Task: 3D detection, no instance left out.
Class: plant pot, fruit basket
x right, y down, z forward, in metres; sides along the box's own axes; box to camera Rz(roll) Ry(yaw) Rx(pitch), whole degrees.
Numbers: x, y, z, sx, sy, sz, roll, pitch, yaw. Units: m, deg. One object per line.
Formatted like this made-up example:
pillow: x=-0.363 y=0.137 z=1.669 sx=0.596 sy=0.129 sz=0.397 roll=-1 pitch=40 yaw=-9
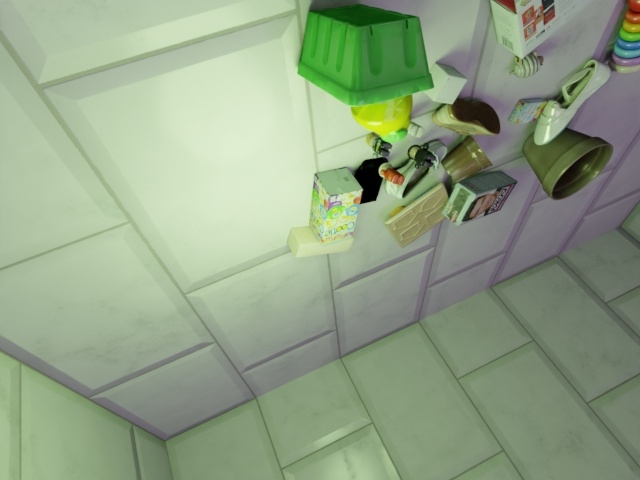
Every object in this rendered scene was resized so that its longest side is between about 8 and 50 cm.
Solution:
plant pot: x=0.620 y=-0.342 z=1.798 sx=0.165 sy=0.166 sz=0.167 roll=-36 pitch=146 yaw=23
plant pot: x=1.128 y=-0.398 z=1.971 sx=0.324 sy=0.280 sz=0.323 roll=-19 pitch=143 yaw=-15
fruit basket: x=0.126 y=-0.425 z=1.147 sx=0.283 sy=0.392 sz=0.391 roll=-18 pitch=143 yaw=-17

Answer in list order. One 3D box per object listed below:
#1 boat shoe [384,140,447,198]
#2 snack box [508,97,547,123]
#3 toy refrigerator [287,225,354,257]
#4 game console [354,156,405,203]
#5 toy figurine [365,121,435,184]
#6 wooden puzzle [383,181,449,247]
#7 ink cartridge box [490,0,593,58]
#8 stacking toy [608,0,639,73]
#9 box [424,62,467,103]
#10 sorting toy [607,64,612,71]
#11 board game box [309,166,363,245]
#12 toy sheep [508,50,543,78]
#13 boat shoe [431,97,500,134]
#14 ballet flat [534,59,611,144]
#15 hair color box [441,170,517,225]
boat shoe: x=0.405 y=-0.284 z=1.699 sx=0.320 sy=0.103 sz=0.118 roll=-37 pitch=136 yaw=-13
snack box: x=0.901 y=-0.562 z=1.815 sx=0.141 sy=0.037 sz=0.100 roll=-11 pitch=140 yaw=-24
toy refrigerator: x=0.000 y=0.000 z=1.818 sx=0.270 sy=0.102 sz=0.094 roll=-8 pitch=139 yaw=-29
game console: x=0.293 y=-0.264 z=1.749 sx=0.362 sy=0.043 sz=0.213 roll=-15 pitch=143 yaw=-21
toy figurine: x=0.295 y=-0.335 z=1.553 sx=0.213 sy=0.148 sz=0.209 roll=-33 pitch=122 yaw=2
wooden puzzle: x=0.475 y=-0.127 z=2.028 sx=0.322 sy=0.080 sz=0.348 roll=-35 pitch=150 yaw=8
ink cartridge box: x=0.708 y=-0.792 z=1.305 sx=0.310 sy=0.130 sz=0.272 roll=-38 pitch=147 yaw=11
stacking toy: x=1.254 y=-0.841 z=1.654 sx=0.141 sy=0.141 sz=0.330 roll=-30 pitch=140 yaw=1
box: x=0.430 y=-0.546 z=1.456 sx=0.101 sy=0.087 sz=0.101 roll=-4 pitch=137 yaw=-32
sorting toy: x=1.282 y=-0.761 z=1.861 sx=0.083 sy=0.012 sz=0.062 roll=-17 pitch=144 yaw=-18
board game box: x=0.053 y=-0.130 z=1.656 sx=0.142 sy=0.144 sz=0.275 roll=-15 pitch=142 yaw=-19
toy sheep: x=0.773 y=-0.657 z=1.570 sx=0.132 sy=0.091 sz=0.091 roll=-20 pitch=146 yaw=10
boat shoe: x=0.581 y=-0.478 z=1.647 sx=0.342 sy=0.121 sz=0.110 roll=4 pitch=170 yaw=-35
ballet flat: x=1.066 y=-0.608 z=1.822 sx=0.139 sy=0.139 sz=0.400 roll=16 pitch=120 yaw=-46
hair color box: x=0.778 y=-0.211 z=2.034 sx=0.375 sy=0.113 sz=0.185 roll=-17 pitch=139 yaw=-35
